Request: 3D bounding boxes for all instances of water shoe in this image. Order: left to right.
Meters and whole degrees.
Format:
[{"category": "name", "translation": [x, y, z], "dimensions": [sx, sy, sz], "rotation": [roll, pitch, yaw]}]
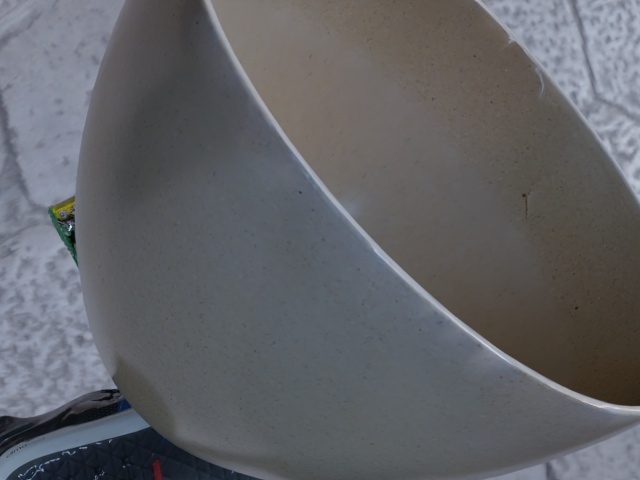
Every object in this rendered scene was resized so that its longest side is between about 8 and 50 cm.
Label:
[{"category": "water shoe", "translation": [-0.092, 0.102, 0.582], "dimensions": [0.203, 0.080, 0.072], "rotation": [-9, 113, -29]}]

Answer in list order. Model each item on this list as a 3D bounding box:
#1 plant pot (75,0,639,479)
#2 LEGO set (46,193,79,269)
[{"category": "plant pot", "translation": [0.000, 0.000, 0.472], "dimensions": [0.284, 0.191, 0.284], "rotation": [33, 34, -25]}, {"category": "LEGO set", "translation": [-0.137, 0.015, 1.061], "dimensions": [0.192, 0.331, 0.254], "rotation": [-29, 95, -18]}]
